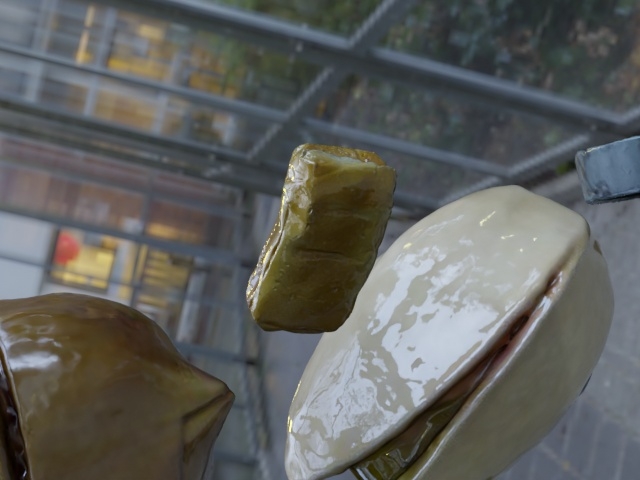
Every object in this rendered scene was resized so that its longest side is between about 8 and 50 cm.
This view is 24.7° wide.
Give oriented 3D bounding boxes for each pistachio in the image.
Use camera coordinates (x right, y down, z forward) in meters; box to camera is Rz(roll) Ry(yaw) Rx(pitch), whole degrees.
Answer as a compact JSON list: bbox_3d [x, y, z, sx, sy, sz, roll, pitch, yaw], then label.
[{"bbox_3d":[0.105,0.096,1.156,0.318,0.193,0.214,-50,6,-23],"label":"pistachio"}]

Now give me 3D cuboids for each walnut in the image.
[{"bbox_3d":[-0.190,0.127,0.907,0.203,0.298,0.203,57,-160,-34],"label":"walnut"}]

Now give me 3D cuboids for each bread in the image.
[{"bbox_3d":[0.000,0.000,0.938,0.053,0.074,0.132,-116,41,-56],"label":"bread"}]

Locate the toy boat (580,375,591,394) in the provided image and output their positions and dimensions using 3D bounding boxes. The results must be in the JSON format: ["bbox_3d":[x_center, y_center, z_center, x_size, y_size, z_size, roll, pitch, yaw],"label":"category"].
[{"bbox_3d":[0.228,0.124,1.351,0.038,0.038,0.083,-92,14,-60],"label":"toy boat"}]

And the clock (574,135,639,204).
[{"bbox_3d":[0.462,-0.100,1.707,0.325,0.325,0.067,158,103,-79],"label":"clock"}]
